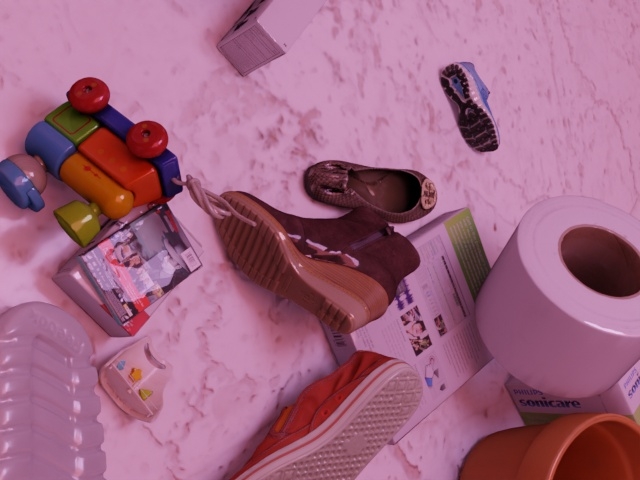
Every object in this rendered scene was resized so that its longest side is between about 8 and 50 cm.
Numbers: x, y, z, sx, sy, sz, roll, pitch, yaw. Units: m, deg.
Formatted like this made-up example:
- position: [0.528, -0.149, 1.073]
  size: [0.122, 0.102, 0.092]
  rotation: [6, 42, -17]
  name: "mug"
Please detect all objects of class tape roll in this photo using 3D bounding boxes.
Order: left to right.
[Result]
- position: [0.364, 0.079, 1.145]
  size: [0.246, 0.169, 0.246]
  rotation: [8, 50, -9]
  name: "tape roll"

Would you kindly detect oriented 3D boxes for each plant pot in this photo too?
- position: [0.341, 0.391, 1.183]
  size: [0.291, 0.203, 0.290]
  rotation: [3, 84, -36]
  name: "plant pot"

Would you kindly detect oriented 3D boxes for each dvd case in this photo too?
- position: [-0.191, 0.023, 0.862]
  size: [0.119, 0.013, 0.087]
  rotation: [-40, 109, -35]
  name: "dvd case"

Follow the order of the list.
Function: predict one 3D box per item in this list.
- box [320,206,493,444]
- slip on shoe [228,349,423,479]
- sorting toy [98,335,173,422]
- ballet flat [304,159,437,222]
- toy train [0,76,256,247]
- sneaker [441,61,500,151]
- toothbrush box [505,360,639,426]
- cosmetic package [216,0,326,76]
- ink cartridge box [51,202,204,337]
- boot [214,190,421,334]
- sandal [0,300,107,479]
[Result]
- position: [0.150, 0.114, 1.180]
  size: [0.322, 0.058, 0.232]
  rotation: [-28, 101, -38]
  name: "box"
- position: [-0.021, 0.255, 0.977]
  size: [0.331, 0.101, 0.123]
  rotation: [-40, 125, -18]
  name: "slip on shoe"
- position: [-0.200, 0.147, 0.893]
  size: [0.083, 0.045, 0.075]
  rotation: [57, 46, -17]
  name: "sorting toy"
- position: [0.088, -0.075, 1.157]
  size: [0.250, 0.058, 0.084]
  rotation: [8, 78, -39]
  name: "ballet flat"
- position: [-0.205, -0.045, 0.818]
  size: [0.248, 0.105, 0.143]
  rotation: [37, 65, 18]
  name: "toy train"
- position: [0.263, -0.225, 1.327]
  size: [0.073, 0.063, 0.162]
  rotation: [-33, 104, -42]
  name: "sneaker"
- position: [0.467, 0.310, 1.311]
  size: [0.122, 0.206, 0.283]
  rotation: [-42, 108, -37]
  name: "toothbrush box"
- position: [-0.036, -0.329, 1.071]
  size: [0.060, 0.099, 0.239]
  rotation: [47, 56, -25]
  name: "cosmetic package"
- position: [-0.211, 0.026, 0.892]
  size: [0.099, 0.056, 0.135]
  rotation: [51, 55, -22]
  name: "ink cartridge box"
- position: [0.000, 0.000, 1.046]
  size: [0.248, 0.090, 0.207]
  rotation: [42, 37, 5]
  name: "boot"
- position: [-0.288, 0.267, 0.768]
  size: [0.169, 0.102, 0.416]
  rotation: [32, 50, -48]
  name: "sandal"
